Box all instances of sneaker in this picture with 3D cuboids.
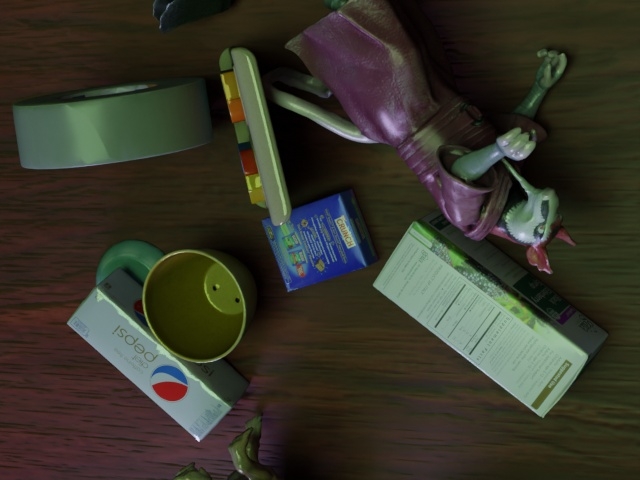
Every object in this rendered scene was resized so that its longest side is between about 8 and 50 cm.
[{"bbox_3d":[-0.114,-0.297,1.811,0.170,0.089,0.051,-24,57,-4],"label":"sneaker"}]

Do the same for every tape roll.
[{"bbox_3d":[-0.233,-0.134,1.814,0.219,0.219,0.072,-4,101,25],"label":"tape roll"}]

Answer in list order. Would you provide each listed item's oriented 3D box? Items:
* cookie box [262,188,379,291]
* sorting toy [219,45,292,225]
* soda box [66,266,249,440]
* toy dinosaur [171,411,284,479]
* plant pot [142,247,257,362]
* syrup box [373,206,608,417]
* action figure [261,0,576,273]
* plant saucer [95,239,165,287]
[{"bbox_3d":[0.000,0.000,1.842,0.107,0.040,0.091,-18,95,27],"label":"cookie box"},{"bbox_3d":[-0.080,-0.117,1.771,0.038,0.208,0.193,-14,98,-7],"label":"sorting toy"},{"bbox_3d":[-0.193,0.135,1.927,0.216,0.074,0.069,42,116,-1],"label":"soda box"},{"bbox_3d":[-0.064,0.320,1.854,0.127,0.295,0.200,-35,89,-3],"label":"toy dinosaur"},{"bbox_3d":[-0.126,0.065,1.884,0.134,0.095,0.134,6,106,23],"label":"plant pot"},{"bbox_3d":[0.185,0.075,1.747,0.237,0.093,0.096,37,114,12],"label":"syrup box"},{"bbox_3d":[0.112,-0.105,1.651,0.276,0.248,0.370,-39,82,28],"label":"action figure"},{"bbox_3d":[-0.229,0.059,1.971,0.119,0.021,0.119,6,106,24],"label":"plant saucer"}]
